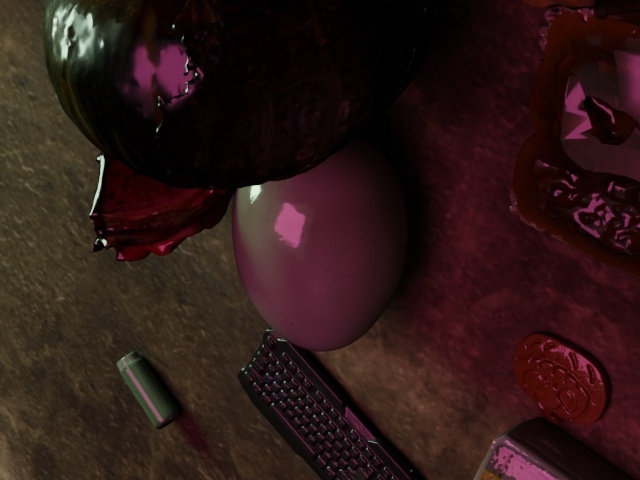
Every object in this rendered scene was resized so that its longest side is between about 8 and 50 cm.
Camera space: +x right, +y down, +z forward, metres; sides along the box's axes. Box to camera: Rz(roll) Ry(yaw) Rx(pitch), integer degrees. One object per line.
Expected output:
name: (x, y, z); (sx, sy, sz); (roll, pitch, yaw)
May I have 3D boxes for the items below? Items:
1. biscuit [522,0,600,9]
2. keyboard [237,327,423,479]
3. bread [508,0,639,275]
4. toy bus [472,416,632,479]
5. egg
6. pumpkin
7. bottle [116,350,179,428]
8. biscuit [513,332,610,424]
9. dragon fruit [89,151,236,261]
biscuit: (0.147, -0.305, 1.159); (0.187, 0.036, 0.273); (11, 95, 40)
keyboard: (0.020, 0.200, 1.549); (0.262, 0.016, 0.106); (47, 131, 16)
bread: (0.248, -0.072, 1.173); (0.210, 0.110, 0.192); (26, 122, 31)
toy bus: (0.247, 0.255, 1.329); (0.268, 0.092, 0.106); (35, 117, 26)
egg: (0.000, 0.000, 1.393); (0.151, 0.151, 0.209); (20, 127, 34)
pumpkin: (-0.064, -0.170, 1.277); (0.320, 0.320, 0.192); (8, 133, 39)
bottle: (-0.181, 0.156, 1.698); (0.083, 0.030, 0.030); (55, 133, 11)
biscuit: (0.200, 0.120, 1.360); (0.091, 0.015, 0.078); (27, 123, 31)
dragon fruit: (-0.126, -0.088, 1.450); (0.189, 0.261, 0.163); (-11, 145, 31)
